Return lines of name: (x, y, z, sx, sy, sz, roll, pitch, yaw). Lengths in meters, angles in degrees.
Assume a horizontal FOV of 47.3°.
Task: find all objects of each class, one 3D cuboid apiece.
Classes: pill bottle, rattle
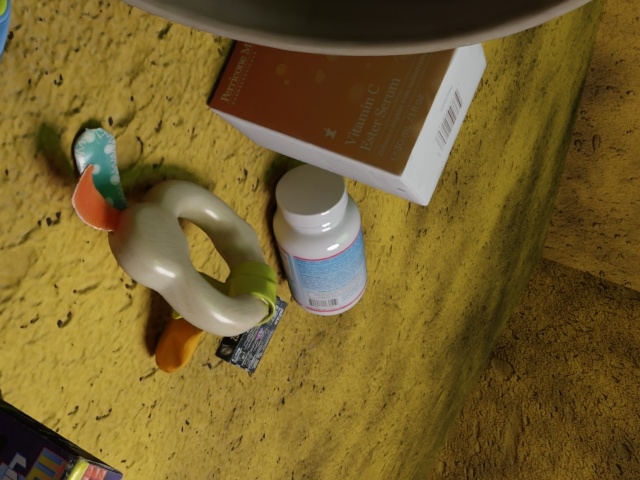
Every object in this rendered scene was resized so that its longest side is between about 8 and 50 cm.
pill bottle: (0.000, 0.000, 0.738, 0.087, 0.087, 0.160, -55, 155, -28)
rattle: (-0.136, 0.018, 0.528, 0.199, 0.142, 0.130, 21, 58, -52)

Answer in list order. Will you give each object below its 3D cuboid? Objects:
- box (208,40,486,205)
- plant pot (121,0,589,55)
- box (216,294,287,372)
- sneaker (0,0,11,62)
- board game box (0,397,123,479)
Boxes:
box: (0.023, -0.122, 0.575, 0.130, 0.170, 0.091, -68, 159, -2)
plant pot: (0.002, -0.275, 0.280, 0.323, 0.323, 0.281, 40, 57, -66)
box: (-0.069, 0.091, 0.751, 0.083, 0.018, 0.067, -64, 157, -10)
sneaker: (-0.180, -0.054, 0.330, 0.067, 0.078, 0.188, 0, 97, -31)
board game box: (-0.202, 0.156, 0.357, 0.170, 0.141, 0.048, -60, 156, -18)
